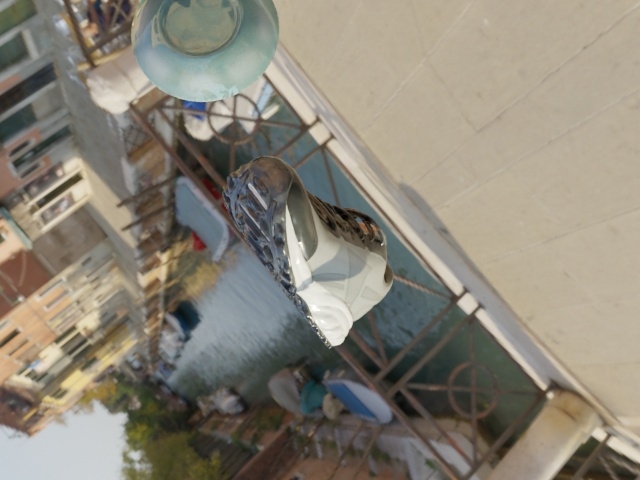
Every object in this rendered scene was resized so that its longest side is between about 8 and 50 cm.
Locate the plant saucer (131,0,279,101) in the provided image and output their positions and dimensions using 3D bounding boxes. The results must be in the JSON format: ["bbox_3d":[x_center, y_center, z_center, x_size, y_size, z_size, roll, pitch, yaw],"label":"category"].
[{"bbox_3d":[-0.150,-0.275,0.883,0.195,0.195,0.037,46,174,8],"label":"plant saucer"}]

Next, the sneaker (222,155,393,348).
[{"bbox_3d":[0.000,0.000,0.595,0.100,0.108,0.271,51,176,28],"label":"sneaker"}]
